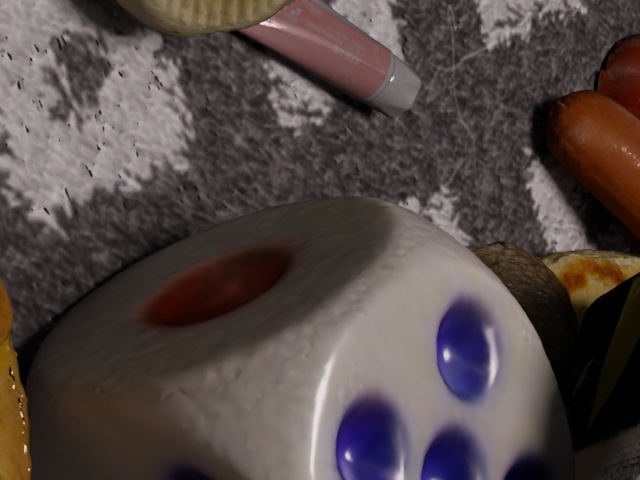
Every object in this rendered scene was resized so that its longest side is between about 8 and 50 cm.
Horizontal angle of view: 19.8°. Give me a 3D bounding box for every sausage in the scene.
[{"bbox_3d":[0.262,-0.047,1.488,0.197,0.076,0.076,41,53,-3],"label":"sausage"}]

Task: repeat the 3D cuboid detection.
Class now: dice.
[{"bbox_3d":[-0.012,0.133,1.079,0.243,0.259,0.251,-38,113,-41],"label":"dice"}]

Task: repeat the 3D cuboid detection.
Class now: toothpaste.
[{"bbox_3d":[-0.011,-0.146,1.277,0.194,0.043,0.067,31,66,-33],"label":"toothpaste"}]

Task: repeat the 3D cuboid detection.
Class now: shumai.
[{"bbox_3d":[0.114,0.071,1.340,0.145,0.145,0.116,-6,132,-47],"label":"shumai"}]

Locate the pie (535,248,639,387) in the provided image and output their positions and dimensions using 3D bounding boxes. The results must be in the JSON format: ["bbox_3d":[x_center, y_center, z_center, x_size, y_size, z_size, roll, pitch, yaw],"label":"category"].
[{"bbox_3d":[0.231,0.093,1.465,0.205,0.084,0.179,2,84,-43],"label":"pie"}]

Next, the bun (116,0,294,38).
[{"bbox_3d":[-0.072,-0.227,1.157,0.178,0.128,0.193,7,108,-33],"label":"bun"}]

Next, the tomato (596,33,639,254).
[{"bbox_3d":[0.329,-0.083,1.594,0.225,0.085,0.225,3,85,-45],"label":"tomato"}]

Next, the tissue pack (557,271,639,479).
[{"bbox_3d":[0.291,0.150,1.177,0.264,0.416,0.253,28,78,2],"label":"tissue pack"}]

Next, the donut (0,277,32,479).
[{"bbox_3d":[-0.282,0.078,0.880,0.299,0.150,0.317,-20,99,-46],"label":"donut"}]
